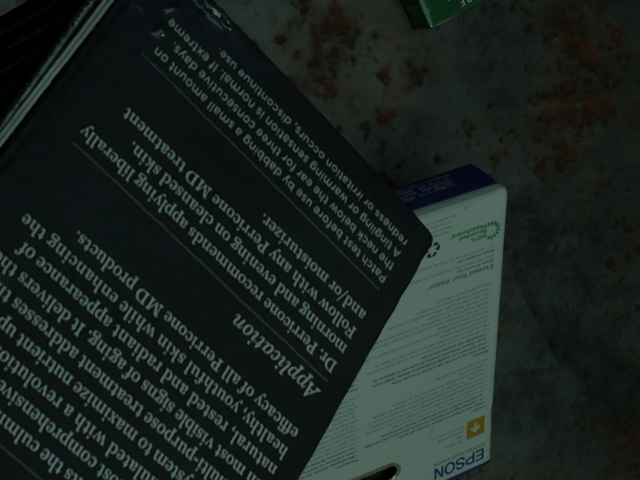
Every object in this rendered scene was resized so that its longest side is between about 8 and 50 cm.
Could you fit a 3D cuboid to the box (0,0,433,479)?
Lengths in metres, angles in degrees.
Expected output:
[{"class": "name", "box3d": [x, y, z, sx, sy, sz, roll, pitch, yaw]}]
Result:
[{"class": "box", "box3d": [-0.257, 0.111, 1.049, 0.297, 0.480, 0.471, 46, 59, -22]}]

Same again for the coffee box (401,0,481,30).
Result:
[{"class": "coffee box", "box3d": [0.106, -0.311, 1.532, 0.113, 0.040, 0.184, -32, 105, -23]}]

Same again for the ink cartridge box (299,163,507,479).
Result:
[{"class": "ink cartridge box", "box3d": [0.021, 0.121, 1.451, 0.324, 0.071, 0.330, -18, 127, -27]}]
